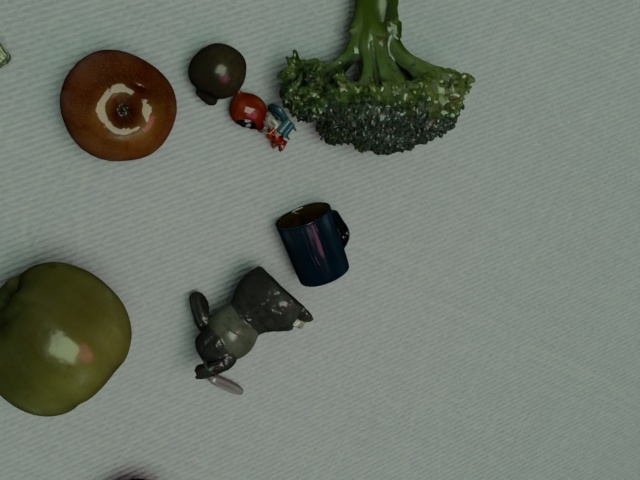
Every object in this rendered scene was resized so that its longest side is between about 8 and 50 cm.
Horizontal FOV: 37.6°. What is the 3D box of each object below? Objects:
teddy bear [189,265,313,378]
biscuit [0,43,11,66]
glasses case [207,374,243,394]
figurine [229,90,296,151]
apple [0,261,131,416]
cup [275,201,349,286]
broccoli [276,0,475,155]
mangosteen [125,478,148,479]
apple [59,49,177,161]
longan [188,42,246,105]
[{"bbox_3d":[-0.163,0.150,1.850,0.251,0.144,0.171,-32,78,2],"label":"teddy bear"},{"bbox_3d":[-0.662,-0.289,1.574,0.252,0.052,0.150,-42,110,-12],"label":"biscuit"},{"bbox_3d":[-0.194,0.292,1.911,0.083,0.032,0.021,29,92,-27],"label":"glasses case"},{"bbox_3d":[-0.115,-0.237,1.813,0.140,0.068,0.075,35,89,-28],"label":"figurine"},{"bbox_3d":[-0.467,0.173,1.649,0.263,0.262,0.262,-5,103,-22],"label":"apple"},{"bbox_3d":[0.003,0.003,1.891,0.150,0.113,0.138,-26,112,-15],"label":"cup"},{"bbox_3d":[0.152,-0.358,1.852,0.353,0.275,0.396,38,63,-43],"label":"broccoli"},{"bbox_3d":[-0.361,0.562,1.834,0.200,0.200,0.199,-5,103,-22],"label":"mangosteen"},{"bbox_3d":[-0.353,-0.236,1.658,0.201,0.162,0.201,-6,105,-23],"label":"apple"},{"bbox_3d":[-0.194,-0.308,1.751,0.106,0.106,0.119,14,117,-25],"label":"longan"}]
